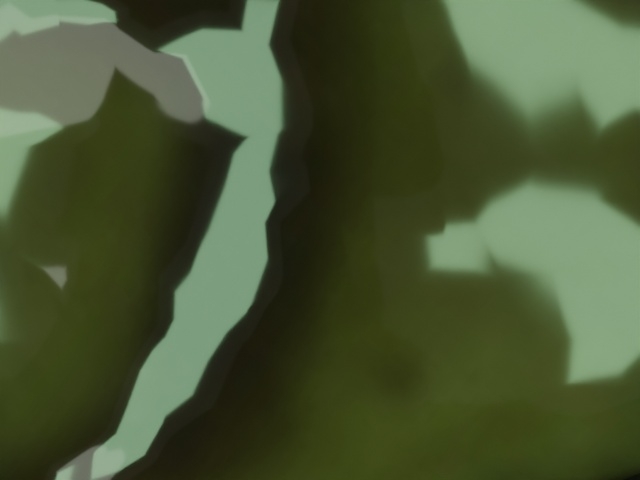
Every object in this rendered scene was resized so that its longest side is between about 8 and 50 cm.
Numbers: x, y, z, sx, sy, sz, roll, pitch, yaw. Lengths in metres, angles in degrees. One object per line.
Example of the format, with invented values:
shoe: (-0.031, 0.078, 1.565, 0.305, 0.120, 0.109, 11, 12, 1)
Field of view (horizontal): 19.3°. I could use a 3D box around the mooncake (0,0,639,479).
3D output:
mooncake: (0.000, 0.000, 0.443, 0.393, 0.246, 0.394, 28, 98, 5)
